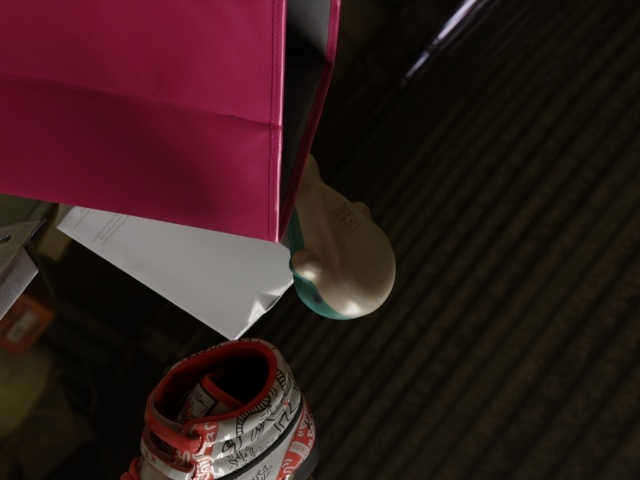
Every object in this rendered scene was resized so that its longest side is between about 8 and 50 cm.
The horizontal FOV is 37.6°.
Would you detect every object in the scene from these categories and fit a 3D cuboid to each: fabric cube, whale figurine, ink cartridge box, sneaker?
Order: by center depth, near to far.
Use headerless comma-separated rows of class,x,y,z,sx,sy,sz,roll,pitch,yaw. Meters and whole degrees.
sneaker,-0.122,0.178,0.678,0.270,0.145,0.090,-34,-131,-21
fabric cube,-0.126,-0.185,0.731,0.259,0.258,0.254,94,7,-47
ink cartridge box,-0.471,0.074,1.297,0.223,0.045,0.224,-6,-134,53
whale figurine,0.000,0.000,1.494,0.141,0.272,0.216,-24,-167,42

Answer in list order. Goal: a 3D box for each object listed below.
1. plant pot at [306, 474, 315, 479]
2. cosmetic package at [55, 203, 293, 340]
plant pot,-0.087,0.358,1.082,0.237,0.237,0.109,-56,-152,-7
cosmetic package,-0.227,-0.025,1.609,0.217,0.385,0.156,-44,-153,17
